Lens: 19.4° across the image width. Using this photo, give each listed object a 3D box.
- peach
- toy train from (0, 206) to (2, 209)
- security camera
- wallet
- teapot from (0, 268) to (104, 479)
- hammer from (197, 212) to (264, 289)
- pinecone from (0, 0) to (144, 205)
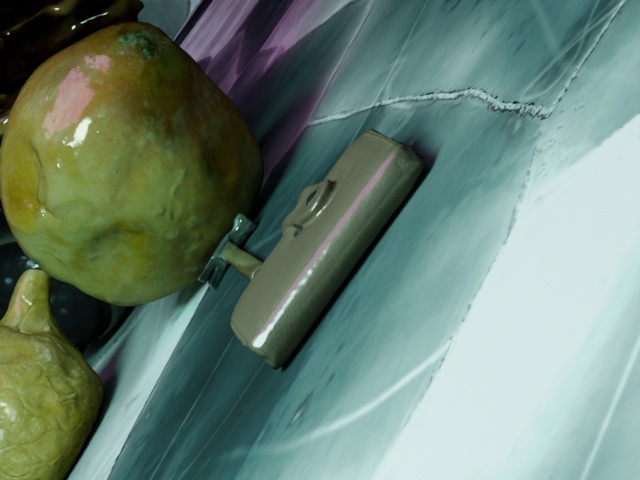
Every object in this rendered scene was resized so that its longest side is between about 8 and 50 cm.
[{"bbox_3d":[-0.152,-0.068,1.504,0.235,0.214,0.214,97,-164,-51],"label":"peach"},{"bbox_3d":[-0.234,-0.093,1.976,0.194,0.120,0.298,-17,-3,-20],"label":"toy train"},{"bbox_3d":[-0.280,0.041,1.854,0.277,0.197,0.191,-34,19,39],"label":"security camera"},{"bbox_3d":[0.000,0.000,1.125,0.153,0.038,0.118,-56,13,1],"label":"wallet"},{"bbox_3d":[-0.300,0.163,1.571,0.311,0.167,0.203,-58,12,-17],"label":"teapot"},{"bbox_3d":[-0.060,0.017,1.390,0.062,0.017,0.182,-55,12,-1],"label":"hammer"},{"bbox_3d":[-0.371,-0.176,1.728,0.398,0.397,0.398,-52,11,14],"label":"pinecone"}]
